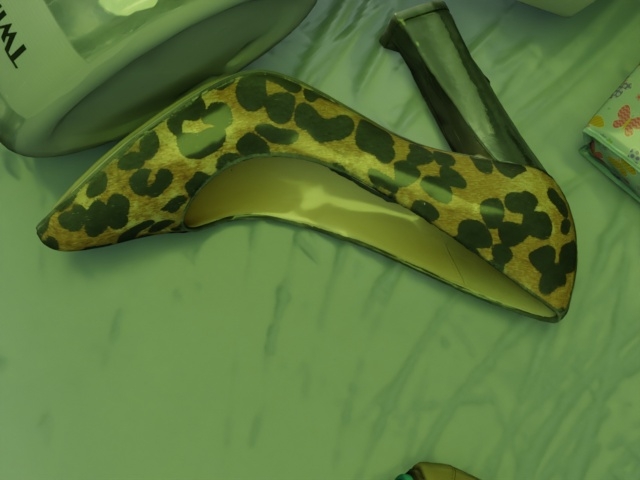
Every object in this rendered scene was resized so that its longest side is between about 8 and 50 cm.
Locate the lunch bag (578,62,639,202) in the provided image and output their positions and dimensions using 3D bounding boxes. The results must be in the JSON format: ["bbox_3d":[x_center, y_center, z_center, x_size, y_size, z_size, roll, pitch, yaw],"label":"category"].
[{"bbox_3d":[0.192,-0.052,1.048,0.083,0.053,0.071,39,82,14],"label":"lunch bag"}]

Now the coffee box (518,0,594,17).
[{"bbox_3d":[0.041,-0.239,0.947,0.297,0.119,0.168,13,59,-35],"label":"coffee box"}]

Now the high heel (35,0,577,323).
[{"bbox_3d":[0.000,0.000,1.016,0.261,0.093,0.186,-25,77,-12],"label":"high heel"}]

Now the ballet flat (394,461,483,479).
[{"bbox_3d":[0.057,0.233,0.999,0.073,0.080,0.232,14,84,-13],"label":"ballet flat"}]

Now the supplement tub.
[{"bbox_3d":[-0.150,-0.218,0.998,0.193,0.193,0.316,-30,84,-4],"label":"supplement tub"}]
